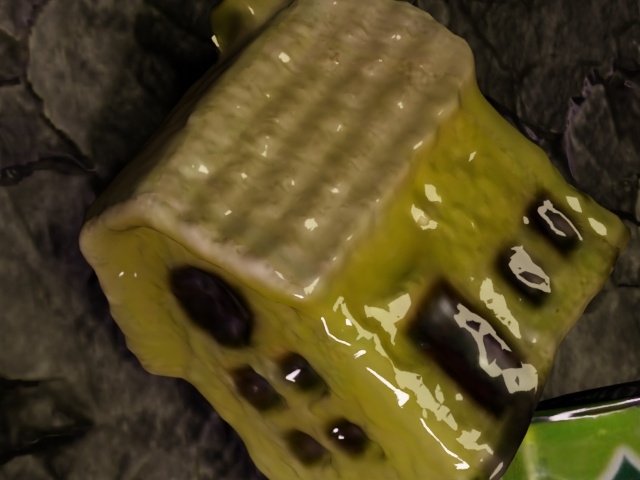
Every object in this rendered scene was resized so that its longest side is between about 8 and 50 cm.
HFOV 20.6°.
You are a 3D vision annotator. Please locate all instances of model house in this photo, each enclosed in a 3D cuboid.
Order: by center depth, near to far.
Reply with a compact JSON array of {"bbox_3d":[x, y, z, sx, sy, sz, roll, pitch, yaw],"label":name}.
[{"bbox_3d":[0.000,0.000,0.877,0.234,0.175,0.193,43,57,-11],"label":"model house"}]

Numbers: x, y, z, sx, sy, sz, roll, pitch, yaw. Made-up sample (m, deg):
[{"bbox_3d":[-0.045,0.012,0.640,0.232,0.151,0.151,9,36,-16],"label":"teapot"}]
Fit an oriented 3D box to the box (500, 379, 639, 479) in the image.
[{"bbox_3d":[0.186,0.252,0.970,0.097,0.134,0.345,13,67,-77],"label":"box"}]
